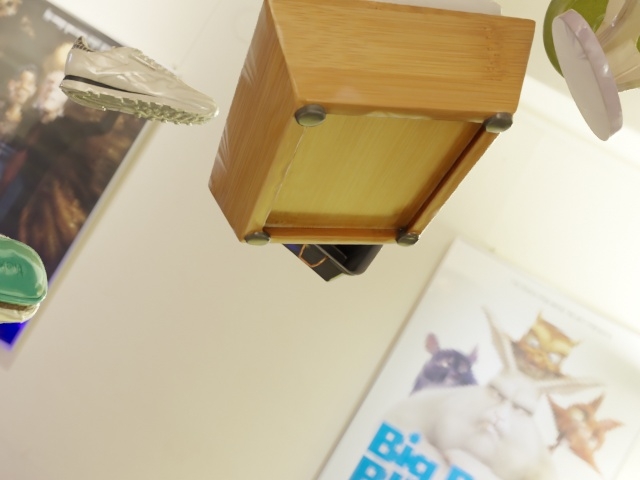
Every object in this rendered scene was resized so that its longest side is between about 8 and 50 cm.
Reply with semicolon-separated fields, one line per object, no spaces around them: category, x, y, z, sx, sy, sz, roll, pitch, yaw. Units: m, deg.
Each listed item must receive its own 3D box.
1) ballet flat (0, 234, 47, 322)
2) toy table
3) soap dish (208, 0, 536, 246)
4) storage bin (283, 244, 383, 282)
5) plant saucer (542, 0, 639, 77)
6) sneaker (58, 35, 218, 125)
ballet flat;-0.435;0.017;0.886;0.139;0.139;0.400;30;-4;27
toy table;0.500;-0.304;1.507;0.252;0.161;0.274;64;8;28
soap dish;0.034;-0.096;0.826;0.229;0.118;0.291;1;-27;-16
storage bin;0.000;0.000;1.230;0.135;0.098;0.091;40;-30;-5
plant saucer;0.540;-0.393;1.699;0.241;0.241;0.037;31;23;-1
sneaker;-0.261;-0.234;1.337;0.235;0.094;0.090;14;-15;-6
